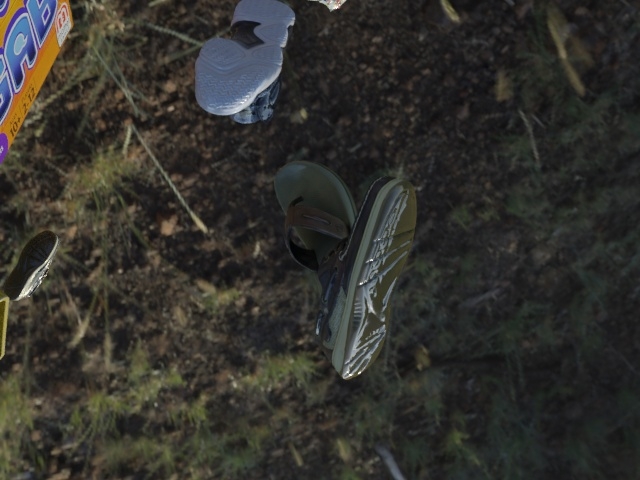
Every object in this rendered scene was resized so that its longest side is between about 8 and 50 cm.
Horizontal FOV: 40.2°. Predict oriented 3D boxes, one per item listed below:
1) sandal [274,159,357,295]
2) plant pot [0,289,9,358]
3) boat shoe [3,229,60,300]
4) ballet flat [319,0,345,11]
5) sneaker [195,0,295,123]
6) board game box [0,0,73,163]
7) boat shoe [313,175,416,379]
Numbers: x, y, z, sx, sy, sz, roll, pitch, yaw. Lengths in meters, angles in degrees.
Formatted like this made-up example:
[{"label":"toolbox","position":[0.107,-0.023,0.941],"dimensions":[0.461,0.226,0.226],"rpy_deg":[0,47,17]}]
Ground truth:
[{"label":"sandal","position":[0.001,0.000,1.304],"dimensions":[0.086,0.302,0.120],"rpy_deg":[7,140,-44]},{"label":"plant pot","position":[-0.525,0.103,1.044],"dimensions":[0.212,0.187,0.212],"rpy_deg":[-41,173,-34]},{"label":"boat shoe","position":[-0.531,0.046,1.623],"dimensions":[0.152,0.056,0.049],"rpy_deg":[-51,163,8]},{"label":"ballet flat","position":[-0.058,-0.440,1.405],"dimensions":[0.241,0.091,0.077],"rpy_deg":[28,140,4]},{"label":"sneaker","position":[-0.101,-0.206,1.164],"dimensions":[0.101,0.268,0.153],"rpy_deg":[15,131,3]},{"label":"board game box","position":[-0.598,-0.347,1.204],"dimensions":[0.357,0.356,0.356],"rpy_deg":[10,144,3]},{"label":"boat shoe","position":[0.032,0.033,0.846],"dimensions":[0.080,0.073,0.223],"rpy_deg":[-25,136,-44]}]
